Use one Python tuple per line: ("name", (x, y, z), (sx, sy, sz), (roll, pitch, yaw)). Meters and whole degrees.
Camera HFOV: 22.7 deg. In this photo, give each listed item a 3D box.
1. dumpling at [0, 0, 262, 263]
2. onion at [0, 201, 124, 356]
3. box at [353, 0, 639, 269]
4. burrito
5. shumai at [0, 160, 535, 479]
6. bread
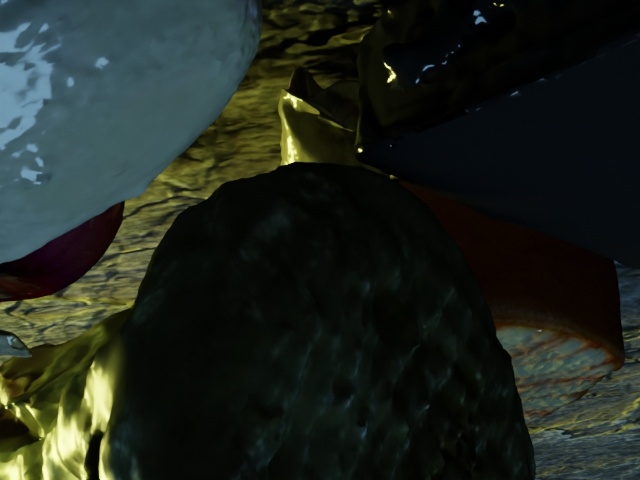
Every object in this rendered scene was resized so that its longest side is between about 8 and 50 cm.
("dumpling", (-0.122, -0.094, 0.548), (0.175, 0.243, 0.227), (2, 159, 27))
("onion", (-0.187, -0.030, 0.819), (0.177, 0.153, 0.177), (20, -178, -1))
("box", (0.236, -0.083, 0.805), (0.359, 0.091, 0.350), (-21, 154, 40))
("burrito", (0.000, 0.000, 0.917), (0.087, 0.060, 0.226), (14, 125, 11))
("shumai", (-0.074, 0.162, 0.835), (0.323, 0.398, 0.324), (-3, -160, 33))
("bread", (0.068, 0.065, 1.159), (0.295, 0.114, 0.328), (-1, 159, -8))
